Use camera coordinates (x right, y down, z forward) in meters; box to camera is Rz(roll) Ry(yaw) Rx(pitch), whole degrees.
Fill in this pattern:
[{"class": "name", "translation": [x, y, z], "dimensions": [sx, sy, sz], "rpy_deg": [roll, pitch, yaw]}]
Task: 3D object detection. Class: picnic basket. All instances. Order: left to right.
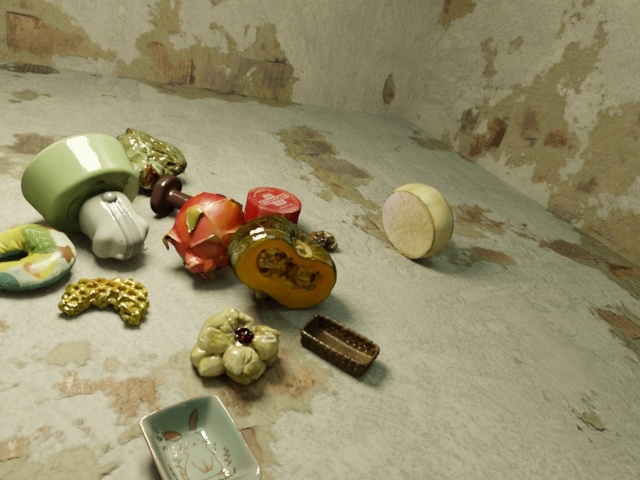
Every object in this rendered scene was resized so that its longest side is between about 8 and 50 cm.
[{"class": "picnic basket", "translation": [0.045, 0.259, 1.192], "dimensions": [0.193, 0.055, 0.110], "rpy_deg": [28, 31, 19]}]

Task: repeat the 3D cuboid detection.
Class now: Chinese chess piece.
[{"class": "Chinese chess piece", "translation": [0.341, -0.069, 1.715], "dimensions": [0.112, 0.270, 0.270], "rpy_deg": [-22, 45, -34]}]

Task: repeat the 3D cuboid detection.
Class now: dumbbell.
[{"class": "dumbbell", "translation": [-0.415, -0.113, 1.533], "dimensions": [0.225, 0.140, 0.124], "rpy_deg": [23, 7, 11]}]

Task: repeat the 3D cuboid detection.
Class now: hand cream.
[{"class": "hand cream", "translation": [-0.167, -0.089, 1.636], "dimensions": [0.193, 0.125, 0.193], "rpy_deg": [13, 27, -7]}]

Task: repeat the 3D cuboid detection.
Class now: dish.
[{"class": "dish", "translation": [-0.203, 0.383, 0.825], "dimensions": [0.154, 0.064, 0.234], "rpy_deg": [-8, 35, -38]}]

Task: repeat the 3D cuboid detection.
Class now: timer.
[{"class": "timer", "translation": [-0.590, -0.080, 1.307], "dimensions": [0.315, 0.291, 0.290], "rpy_deg": [51, 38, 12]}]

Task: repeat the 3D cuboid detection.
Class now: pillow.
[{"class": "pillow", "translation": [-0.716, 0.041, 1.169], "dimensions": [0.214, 0.086, 0.233], "rpy_deg": [-18, 45, -31]}]

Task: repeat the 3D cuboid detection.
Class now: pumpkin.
[{"class": "pumpkin", "translation": [-0.114, 0.071, 1.274], "dimensions": [0.317, 0.222, 0.139], "rpy_deg": [31, 24, -41]}]

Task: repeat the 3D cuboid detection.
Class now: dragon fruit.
[{"class": "dragon fruit", "translation": [-0.308, -0.016, 1.339], "dimensions": [0.224, 0.227, 0.224], "rpy_deg": [27, -7, 3]}]

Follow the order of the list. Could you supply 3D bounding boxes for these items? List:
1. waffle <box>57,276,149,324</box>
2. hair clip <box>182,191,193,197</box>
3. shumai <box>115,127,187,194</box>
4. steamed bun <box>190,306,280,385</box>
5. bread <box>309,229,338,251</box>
[{"class": "waffle", "translation": [-0.502, 0.136, 1.129], "dimensions": [0.194, 0.051, 0.149], "rpy_deg": [6, 28, -20]}, {"class": "hair clip", "translation": [-0.453, -0.128, 1.663], "dimensions": [0.054, 0.022, 0.137], "rpy_deg": [-5, 35, -33]}, {"class": "shumai", "translation": [-0.606, -0.250, 1.686], "dimensions": [0.255, 0.189, 0.218], "rpy_deg": [19, 42, -29]}, {"class": "steamed bun", "translation": [-0.193, 0.228, 1.068], "dimensions": [0.177, 0.106, 0.192], "rpy_deg": [25, 31, 19]}, {"class": "bread", "translation": [0.000, 0.000, 1.632], "dimensions": [0.113, 0.060, 0.082], "rpy_deg": [-8, 39, -35]}]
